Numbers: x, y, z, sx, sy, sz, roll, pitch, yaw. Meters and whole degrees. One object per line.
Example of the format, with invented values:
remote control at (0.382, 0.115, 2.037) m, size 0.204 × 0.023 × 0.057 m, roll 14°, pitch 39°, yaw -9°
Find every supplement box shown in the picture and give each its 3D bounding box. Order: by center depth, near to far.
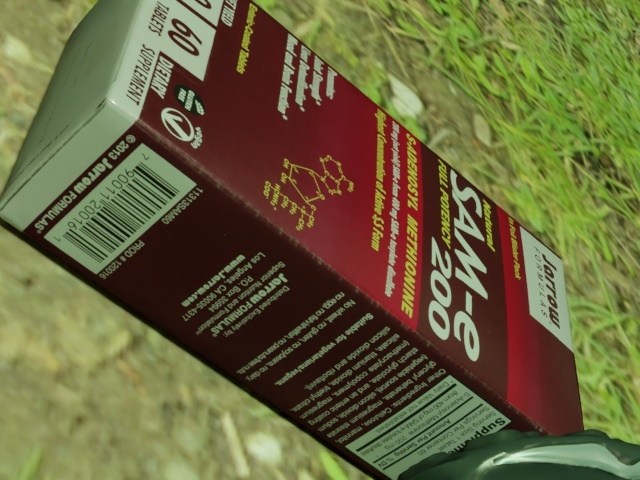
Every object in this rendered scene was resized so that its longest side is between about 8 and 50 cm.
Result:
supplement box at (0.000, 0.000, 0.530) m, size 0.239 × 0.073 × 0.130 m, roll 37°, pitch 32°, yaw -23°

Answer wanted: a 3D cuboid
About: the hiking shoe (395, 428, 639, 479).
hiking shoe at (0.144, 0.179, 0.487) m, size 0.304 × 0.113 × 0.132 m, roll 35°, pitch 33°, yaw -25°
